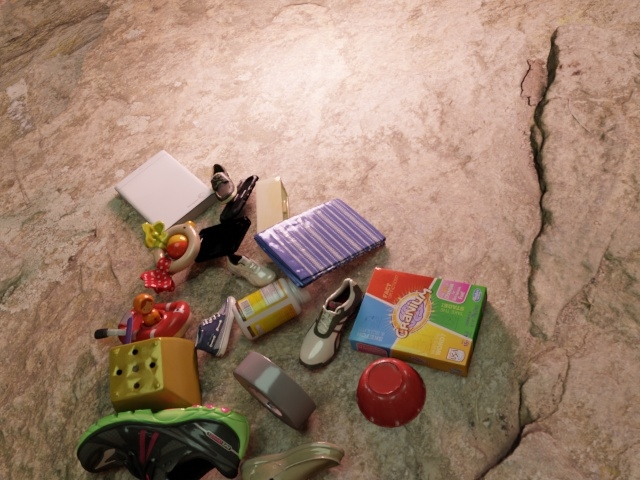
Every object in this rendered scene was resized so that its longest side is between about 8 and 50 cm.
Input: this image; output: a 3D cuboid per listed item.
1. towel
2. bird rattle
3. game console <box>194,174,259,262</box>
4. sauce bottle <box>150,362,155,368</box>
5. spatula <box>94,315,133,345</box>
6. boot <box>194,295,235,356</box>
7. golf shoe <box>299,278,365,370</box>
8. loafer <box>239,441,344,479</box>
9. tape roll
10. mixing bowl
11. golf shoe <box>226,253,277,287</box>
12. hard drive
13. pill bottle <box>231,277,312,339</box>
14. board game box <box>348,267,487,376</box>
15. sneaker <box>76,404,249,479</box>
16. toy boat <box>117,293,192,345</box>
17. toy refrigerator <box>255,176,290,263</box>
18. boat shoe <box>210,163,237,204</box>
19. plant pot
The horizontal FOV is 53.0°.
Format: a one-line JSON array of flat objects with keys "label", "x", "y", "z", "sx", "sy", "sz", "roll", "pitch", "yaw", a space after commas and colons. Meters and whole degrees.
[{"label": "towel", "x": 0.000, "y": 0.000, "z": 1.908, "sx": 0.336, "sy": 0.040, "sz": 0.243, "roll": -26, "pitch": 53, "yaw": -31}, {"label": "bird rattle", "x": -0.473, "y": 0.038, "z": 2.016, "sx": 0.207, "sy": 0.143, "sz": 0.254, "roll": -27, "pitch": 46, "yaw": 14}, {"label": "game console", "x": -0.285, "y": -0.082, "z": 2.091, "sx": 0.213, "sy": 0.044, "sz": 0.361, "roll": -13, "pitch": 41, "yaw": 39}, {"label": "sauce bottle", "x": -0.487, "y": 0.360, "z": 1.856, "sx": 0.128, "sy": 0.042, "sz": 0.042, "roll": 33, "pitch": 68, "yaw": 29}, {"label": "spatula", "x": -0.599, "y": 0.267, "z": 1.861, "sx": 0.296, "sy": 0.030, "sz": 0.084, "roll": -11, "pitch": 71, "yaw": 48}, {"label": "boot", "x": -0.303, "y": 0.236, "z": 1.854, "sx": 0.086, "sy": 0.069, "sz": 0.190, "roll": 22, "pitch": 51, "yaw": -20}, {"label": "golf shoe", "x": 0.020, "y": 0.223, "z": 1.757, "sx": 0.105, "sy": 0.120, "sz": 0.273, "roll": 22, "pitch": 64, "yaw": 28}, {"label": "loafer", "x": -0.065, "y": 0.556, "z": 1.543, "sx": 0.268, "sy": 0.102, "sz": 0.092, "roll": -19, "pitch": 51, "yaw": 14}, {"label": "tape roll", "x": -0.116, "y": 0.377, "z": 1.612, "sx": 0.219, "sy": 0.219, "sz": 0.072, "roll": 28, "pitch": 66, "yaw": 32}, {"label": "mixing bowl", "x": 0.169, "y": 0.365, "z": 1.613, "sx": 0.181, "sy": 0.098, "sz": 0.181, "roll": -9, "pitch": 52, "yaw": 11}, {"label": "golf shoe", "x": -0.216, "y": 0.087, "z": 1.955, "sx": 0.176, "sy": 0.086, "sz": 0.069, "roll": 15, "pitch": 58, "yaw": 25}, {"label": "hard drive", "x": -0.553, "y": -0.169, "z": 2.281, "sx": 0.233, "sy": 0.047, "sz": 0.353, "roll": -41, "pitch": 53, "yaw": -15}, {"label": "pill bottle", "x": -0.136, "y": 0.186, "z": 1.832, "sx": 0.215, "sy": 0.117, "sz": 0.117, "roll": -28, "pitch": 51, "yaw": -5}, {"label": "board game box", "x": 0.263, "y": 0.211, "z": 1.724, "sx": 0.316, "sy": 0.064, "sz": 0.242, "roll": 9, "pitch": 57, "yaw": 23}, {"label": "sneaker", "x": -0.411, "y": 0.535, "z": 1.603, "sx": 0.482, "sy": 0.185, "sz": 0.202, "roll": -12, "pitch": 59, "yaw": 19}, {"label": "toy boat", "x": -0.495, "y": 0.219, "z": 1.877, "sx": 0.231, "sy": 0.151, "sz": 0.151, "roll": -5, "pitch": 37, "yaw": 19}, {"label": "toy refrigerator", "x": -0.144, "y": -0.068, "z": 2.042, "sx": 0.094, "sy": 0.102, "sz": 0.270, "roll": -12, "pitch": 50, "yaw": 8}, {"label": "boat shoe", "x": -0.339, "y": -0.195, "z": 2.181, "sx": 0.080, "sy": 0.073, "sz": 0.223, "roll": -34, "pitch": 31, "yaw": 6}, {"label": "plant pot", "x": -0.456, "y": 0.365, "z": 1.717, "sx": 0.212, "sy": 0.187, "sz": 0.212, "roll": -13, "pitch": 63, "yaw": 5}]
